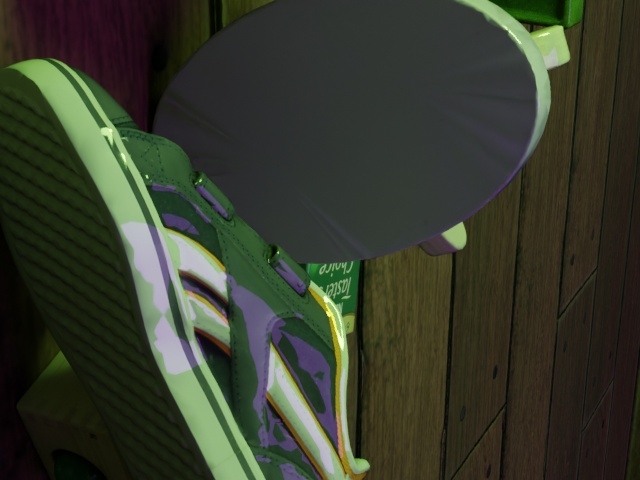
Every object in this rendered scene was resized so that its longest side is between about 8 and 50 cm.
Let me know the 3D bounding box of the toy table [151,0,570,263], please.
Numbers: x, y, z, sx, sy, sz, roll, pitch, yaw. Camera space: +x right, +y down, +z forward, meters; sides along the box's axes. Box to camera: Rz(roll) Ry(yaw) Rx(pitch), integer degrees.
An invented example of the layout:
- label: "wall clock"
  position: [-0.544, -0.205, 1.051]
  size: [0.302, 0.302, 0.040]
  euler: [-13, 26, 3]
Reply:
- label: "toy table"
  position: [0.037, -0.090, 0.801]
  size: [0.161, 0.274, 0.252]
  euler: [-36, 122, -60]

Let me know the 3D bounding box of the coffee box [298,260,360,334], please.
- label: "coffee box"
  position: [0.000, 0.000, 1.021]
  size: [0.113, 0.040, 0.184]
  euler: [-11, 109, -64]

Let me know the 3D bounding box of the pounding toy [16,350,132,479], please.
- label: "pounding toy"
  position: [-0.116, 0.133, 0.757]
  size: [0.141, 0.100, 0.130]
  euler: [-56, 146, -40]

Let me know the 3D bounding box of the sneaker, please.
- label: "sneaker"
  position: [-0.078, 0.037, 0.673]
  size: [0.127, 0.126, 0.321]
  euler: [-31, 102, -39]

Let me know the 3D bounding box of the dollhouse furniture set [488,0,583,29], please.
- label: "dollhouse furniture set"
  position: [0.225, -0.206, 1.284]
  size: [0.197, 0.151, 0.301]
  euler: [-39, 134, -55]
